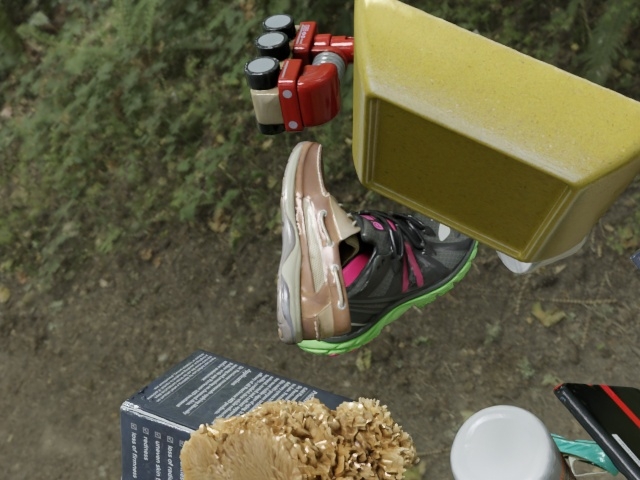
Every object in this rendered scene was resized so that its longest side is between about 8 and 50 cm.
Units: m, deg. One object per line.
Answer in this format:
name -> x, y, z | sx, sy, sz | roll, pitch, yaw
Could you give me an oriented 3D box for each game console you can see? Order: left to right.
game console -> 0.663, 0.434, 1.449 | 0.060, 0.342, 0.386 | -59, 43, 24

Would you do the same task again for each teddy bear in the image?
teddy bear -> 0.014, 0.271, 0.500 | 0.245, 0.113, 0.338 | -36, 74, 29

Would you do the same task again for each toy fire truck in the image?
toy fire truck -> 0.021, -0.264, 1.236 | 0.246, 0.158, 0.217 | 0, 44, 11

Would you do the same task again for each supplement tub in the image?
supplement tub -> 0.414, 0.502, 1.523 | 0.207, 0.338, 0.207 | -19, 44, 19

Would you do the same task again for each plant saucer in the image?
plant saucer -> 0.168, -0.092, 0.842 | 0.332, 0.333, 0.081 | 27, 73, 12

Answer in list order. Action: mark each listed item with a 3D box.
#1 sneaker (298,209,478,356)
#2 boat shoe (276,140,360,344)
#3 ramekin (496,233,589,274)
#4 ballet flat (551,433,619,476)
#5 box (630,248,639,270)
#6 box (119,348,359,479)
sneaker -> 0.131, 0.023, 1.392 | 0.483, 0.202, 0.185 | -37, 38, -30
boat shoe -> 0.000, 0.000, 1.093 | 0.116, 0.123, 0.324 | 0, 64, 1
ramekin -> 0.409, -0.077, 1.416 | 0.127, 0.273, 0.273 | -11, 42, -5
ballet flat -> 0.578, 0.499, 1.727 | 0.247, 0.083, 0.087 | 0, 61, 42
box -> 0.921, 0.016, 1.738 | 0.312, 0.343, 0.179 | -36, 77, 22
box -> -0.152, 0.556, 1.600 | 0.471, 0.297, 0.480 | 15, 113, 23
